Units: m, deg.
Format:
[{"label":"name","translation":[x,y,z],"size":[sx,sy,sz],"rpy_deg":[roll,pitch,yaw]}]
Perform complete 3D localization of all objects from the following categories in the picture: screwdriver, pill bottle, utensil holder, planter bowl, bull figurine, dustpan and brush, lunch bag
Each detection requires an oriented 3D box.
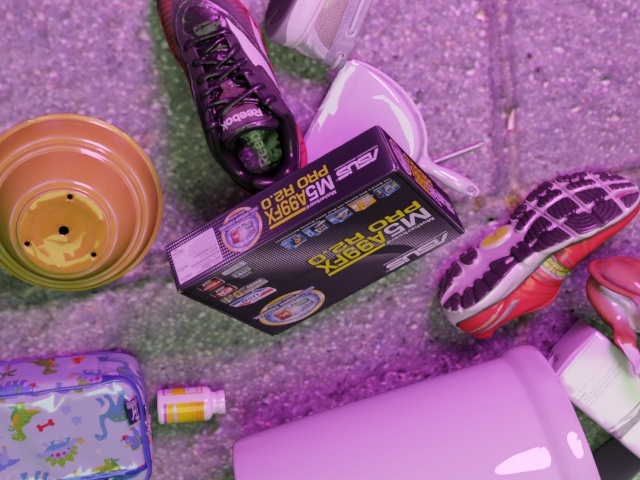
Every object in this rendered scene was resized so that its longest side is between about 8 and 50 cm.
[{"label":"screwdriver","translation":[0.119,-0.086,1.228],"size":[0.170,0.025,0.024],"rpy_deg":[-19,114,-2]},{"label":"pill bottle","translation":[-0.162,0.205,1.283],"size":[0.083,0.043,0.043],"rpy_deg":[-3,112,-9]},{"label":"utensil holder","translation":[0.118,0.335,1.242],"size":[0.385,0.327,0.328],"rpy_deg":[-16,114,-1]},{"label":"planter bowl","translation":[-0.283,-0.025,1.143],"size":[0.217,0.090,0.217],"rpy_deg":[-3,112,-8]},{"label":"bull figurine","translation":[0.460,0.101,1.260],"size":[0.310,0.188,0.101],"rpy_deg":[10,127,-26]},{"label":"dustpan and brush","translation":[0.092,-0.100,1.191],"size":[0.211,0.060,0.147],"rpy_deg":[28,103,0]},{"label":"lunch bag","translation":[-0.314,0.232,1.244],"size":[0.219,0.090,0.176],"rpy_deg":[-5,115,-7]}]

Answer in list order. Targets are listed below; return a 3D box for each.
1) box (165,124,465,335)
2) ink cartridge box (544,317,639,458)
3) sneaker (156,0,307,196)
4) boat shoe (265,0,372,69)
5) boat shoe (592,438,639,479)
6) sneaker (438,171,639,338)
[{"label":"box","translation":[0.000,0.000,1.131],"size":[0.270,0.060,0.216],"rpy_deg":[-29,152,15]},{"label":"ink cartridge box","translation":[0.388,0.203,1.280],"size":[0.218,0.158,0.092],"rpy_deg":[38,95,4]},{"label":"sneaker","translation":[-0.092,-0.163,1.087],"size":[0.097,0.135,0.276],"rpy_deg":[-24,102,3]},{"label":"boat shoe","translation":[0.059,-0.330,1.073],"size":[0.103,0.118,0.320],"rpy_deg":[24,110,-25]},{"label":"boat shoe","translation":[0.471,0.292,1.414],"size":[0.267,0.096,0.088],"rpy_deg":[-42,109,-1]},{"label":"sneaker","translation":[0.275,0.020,1.276],"size":[0.279,0.107,0.118],"rpy_deg":[-35,132,8]}]
